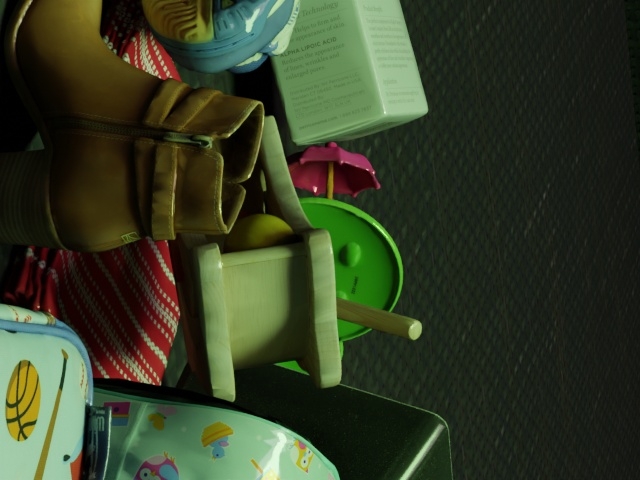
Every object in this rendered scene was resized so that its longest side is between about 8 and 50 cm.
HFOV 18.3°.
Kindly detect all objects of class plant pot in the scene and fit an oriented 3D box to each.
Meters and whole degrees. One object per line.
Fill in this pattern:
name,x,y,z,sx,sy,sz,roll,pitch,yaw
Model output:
plant pot,-0.030,0.209,1.308,0.167,0.187,0.188,-55,150,-37

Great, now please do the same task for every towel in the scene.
towel,-0.123,-0.004,1.284,0.199,0.031,0.275,69,27,-47

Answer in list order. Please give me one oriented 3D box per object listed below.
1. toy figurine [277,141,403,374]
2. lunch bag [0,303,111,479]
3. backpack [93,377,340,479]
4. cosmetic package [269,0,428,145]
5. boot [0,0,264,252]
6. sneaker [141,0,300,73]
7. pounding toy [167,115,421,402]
toy figurine,0.000,0.000,1.552,0.159,0.130,0.173,-80,-178,-57
lunch bag,-0.201,0.146,0.919,0.303,0.115,0.243,20,72,-69
backpack,-0.087,0.159,1.127,0.166,0.188,0.144,61,32,-55
cosmetic package,0.003,-0.194,1.519,0.117,0.085,0.231,-11,85,-70
boot,-0.105,-0.080,1.145,0.073,0.152,0.197,54,39,-59
sneaker,-0.050,-0.162,1.335,0.296,0.112,0.131,-80,167,-61
pounding toy,-0.017,0.000,1.235,0.269,0.155,0.154,-144,-134,-78
